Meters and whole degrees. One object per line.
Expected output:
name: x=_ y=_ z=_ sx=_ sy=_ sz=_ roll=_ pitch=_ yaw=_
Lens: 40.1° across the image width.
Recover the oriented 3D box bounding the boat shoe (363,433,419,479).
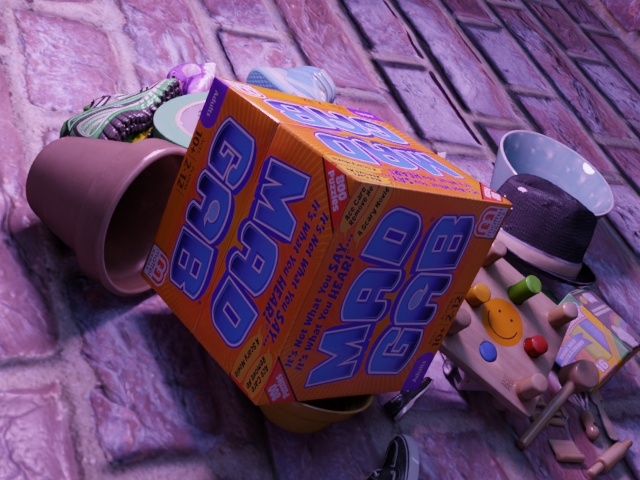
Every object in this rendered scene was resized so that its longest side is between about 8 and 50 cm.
boat shoe: x=0.103 y=0.381 z=1.341 sx=0.070 sy=0.078 sz=0.219 roll=24 pitch=38 yaw=-8

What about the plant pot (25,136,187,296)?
plant pot: x=-0.358 y=-0.065 z=1.461 sx=0.229 sy=0.263 sz=0.263 roll=23 pitch=32 yaw=24

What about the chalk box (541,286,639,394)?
chalk box: x=0.528 y=0.186 z=1.788 sx=0.213 sy=0.132 sz=0.132 roll=46 pitch=25 yaw=23

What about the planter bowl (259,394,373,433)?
planter bowl: x=-0.034 y=0.241 z=1.386 sx=0.217 sy=0.090 sz=0.217 roll=21 pitch=18 yaw=-7

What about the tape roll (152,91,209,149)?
tape roll: x=-0.160 y=-0.195 z=1.684 sx=0.321 sy=0.077 sz=0.321 roll=5 pitch=30 yaw=-3

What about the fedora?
fedora: x=0.473 y=-0.040 z=1.873 sx=0.334 sy=0.152 sz=0.334 roll=25 pitch=19 yaw=-9

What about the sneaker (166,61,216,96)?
sneaker: x=-0.287 y=-0.337 z=1.910 sx=0.104 sy=0.095 sz=0.236 roll=11 pitch=21 yaw=-9

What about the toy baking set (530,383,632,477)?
toy baking set: x=0.509 y=0.348 z=1.687 sx=0.256 sy=0.030 sz=0.197 roll=-12 pitch=53 yaw=-42

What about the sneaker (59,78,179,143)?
sneaker: x=-0.383 y=-0.251 z=1.726 sx=0.146 sy=0.134 sz=0.343 roll=18 pitch=27 yaw=12

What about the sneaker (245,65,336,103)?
sneaker: x=-0.005 y=-0.309 z=2.050 sx=0.208 sy=0.127 sz=0.319 roll=-20 pitch=59 yaw=-44

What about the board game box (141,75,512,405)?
board game box: x=0.000 y=0.000 z=1.382 sx=0.356 sy=0.356 sz=0.356 roll=4 pitch=27 yaw=-45

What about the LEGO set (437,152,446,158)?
LEGO set: x=0.172 y=-0.149 z=2.008 sx=0.227 sy=0.093 sz=0.087 roll=-2 pitch=3 yaw=1

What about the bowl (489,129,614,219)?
bowl: x=0.536 y=-0.111 z=2.138 sx=0.311 sy=0.163 sz=0.311 roll=19 pitch=37 yaw=-15

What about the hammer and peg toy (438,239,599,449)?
hammer and peg toy: x=0.365 y=0.193 z=1.600 sx=0.361 sy=0.127 sz=0.266 roll=41 pitch=53 yaw=-6

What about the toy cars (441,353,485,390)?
toy cars: x=0.316 y=0.142 z=1.756 sx=0.176 sy=0.087 sz=0.394 roll=32 pitch=37 yaw=4

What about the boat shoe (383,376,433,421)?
boat shoe: x=0.155 y=0.270 z=1.537 sx=0.038 sy=0.046 sz=0.125 roll=44 pitch=47 yaw=11
